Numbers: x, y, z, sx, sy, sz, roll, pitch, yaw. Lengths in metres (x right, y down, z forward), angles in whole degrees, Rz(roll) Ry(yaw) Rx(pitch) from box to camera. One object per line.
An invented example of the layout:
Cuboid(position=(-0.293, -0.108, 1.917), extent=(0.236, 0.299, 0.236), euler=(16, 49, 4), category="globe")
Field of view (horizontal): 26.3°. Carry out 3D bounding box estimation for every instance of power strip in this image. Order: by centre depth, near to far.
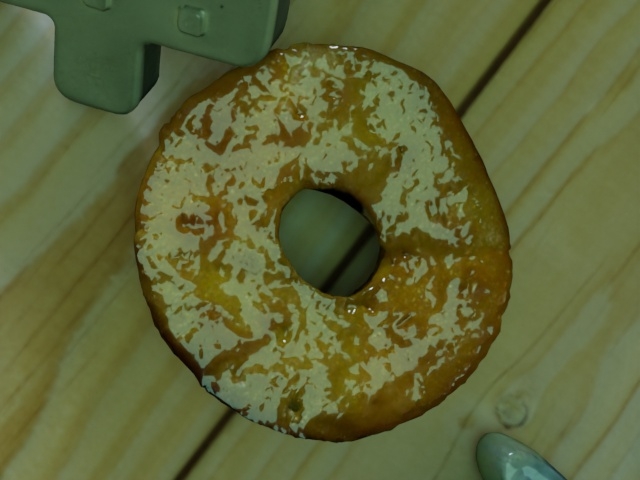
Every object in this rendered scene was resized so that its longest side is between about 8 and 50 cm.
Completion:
Cuboid(position=(-0.153, -0.187, 0.997), extent=(0.265, 0.059, 0.193), euler=(17, 126, 10), category="power strip")

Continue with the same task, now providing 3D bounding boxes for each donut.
Cuboid(position=(0.000, 0.000, 1.066), extent=(0.303, 0.110, 0.302), euler=(-1, 95, -10), category="donut")

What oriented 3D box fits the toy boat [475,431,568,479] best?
Cuboid(position=(0.166, 0.333, 1.147), extent=(0.215, 0.123, 0.330), euler=(-33, 90, -12), category="toy boat")
